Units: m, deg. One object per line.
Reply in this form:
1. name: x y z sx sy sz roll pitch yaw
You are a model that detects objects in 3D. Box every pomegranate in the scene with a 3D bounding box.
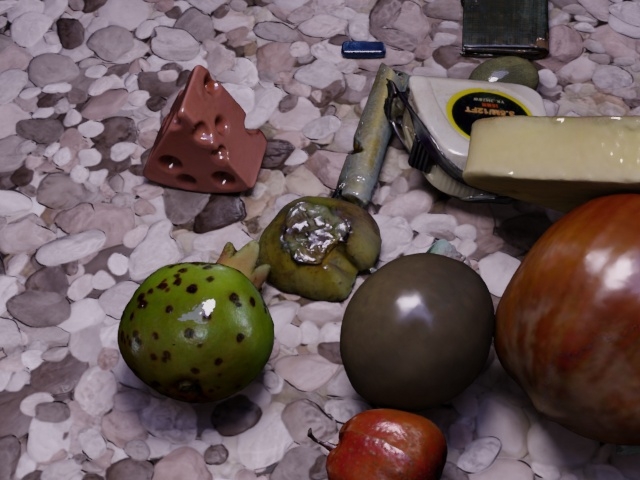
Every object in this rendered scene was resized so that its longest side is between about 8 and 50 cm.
1. pomegranate: -0.186 0.120 1.780 0.231 0.230 0.286 -4 24 0

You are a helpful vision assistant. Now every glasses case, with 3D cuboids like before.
1. glasses case: 0.080 -0.355 2.217 0.083 0.023 0.033 1 48 2

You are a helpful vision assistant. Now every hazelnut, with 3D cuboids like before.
1. hazelnut: 0.431 0.107 1.674 0.366 0.365 0.365 -2 53 2

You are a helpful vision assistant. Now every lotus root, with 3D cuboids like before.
1. lotus root: -0.004 -0.001 1.904 0.204 0.078 0.183 8 66 9

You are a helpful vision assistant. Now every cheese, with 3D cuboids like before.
1. cheese: 0.452 -0.094 1.806 0.384 0.384 0.104 10 81 10
2. cheese: -0.179 -0.170 2.018 0.177 0.203 0.128 25 51 -14

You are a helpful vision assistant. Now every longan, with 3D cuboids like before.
1. longan: 0.139 0.129 1.702 0.248 0.248 0.248 -2 53 2

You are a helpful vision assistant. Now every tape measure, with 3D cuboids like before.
1. tape measure: 0.241 -0.159 1.981 0.271 0.133 0.231 7 46 -7

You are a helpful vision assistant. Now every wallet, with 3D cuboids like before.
1. wallet: 0.352 -0.477 2.267 0.169 0.044 0.317 4 59 3

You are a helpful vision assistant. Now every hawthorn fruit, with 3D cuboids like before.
1. hawthorn fruit: 0.072 0.301 1.637 0.194 0.157 0.157 19 56 9

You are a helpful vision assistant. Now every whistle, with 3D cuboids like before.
1. whistle: 0.093 -0.183 2.065 0.068 0.057 0.326 19 55 3

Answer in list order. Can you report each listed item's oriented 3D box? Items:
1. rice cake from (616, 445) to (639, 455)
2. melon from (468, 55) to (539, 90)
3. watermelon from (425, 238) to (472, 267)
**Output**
1. rice cake: 0.524 0.280 1.706 0.211 0.034 0.043 -4 60 -1
2. melon: 0.323 -0.278 2.099 0.131 0.098 0.098 -11 53 -12
3. watermelon: 0.168 0.091 1.851 0.094 0.081 0.180 37 79 3
